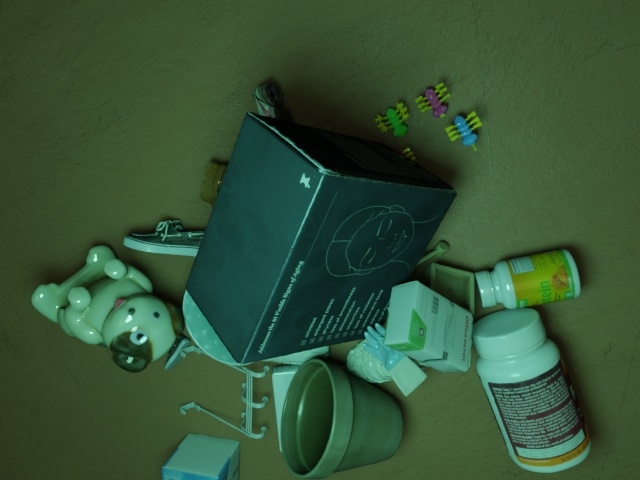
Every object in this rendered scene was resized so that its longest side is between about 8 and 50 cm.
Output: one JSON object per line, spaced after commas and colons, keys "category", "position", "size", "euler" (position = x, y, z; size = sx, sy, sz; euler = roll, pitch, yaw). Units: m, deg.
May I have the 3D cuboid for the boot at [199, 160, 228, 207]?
{"category": "boot", "position": [-0.231, -0.192, 1.453], "size": [0.220, 0.109, 0.283], "euler": [29, 112, 9]}

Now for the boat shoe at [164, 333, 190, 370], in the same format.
{"category": "boat shoe", "position": [-0.492, 0.380, 1.640], "size": [0.040, 0.049, 0.142], "euler": [42, 105, 21]}

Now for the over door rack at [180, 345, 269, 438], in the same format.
{"category": "over door rack", "position": [-0.312, 0.489, 1.599], "size": [0.324, 0.108, 0.239], "euler": [8, 103, 25]}

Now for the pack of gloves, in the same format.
{"category": "pack of gloves", "position": [0.230, 0.273, 1.309], "size": [0.195, 0.046, 0.232], "euler": [-41, 104, -5]}

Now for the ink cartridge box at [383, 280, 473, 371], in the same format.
{"category": "ink cartridge box", "position": [0.276, 0.222, 1.211], "size": [0.219, 0.160, 0.092], "euler": [31, 149, -28]}

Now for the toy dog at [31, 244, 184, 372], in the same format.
{"category": "toy dog", "position": [-0.610, 0.242, 1.455], "size": [0.408, 0.284, 0.395], "euler": [12, 126, 40]}

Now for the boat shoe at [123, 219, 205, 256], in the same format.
{"category": "boat shoe", "position": [-0.468, -0.012, 1.523], "size": [0.306, 0.113, 0.105], "euler": [6, 95, 8]}

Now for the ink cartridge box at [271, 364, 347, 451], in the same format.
{"category": "ink cartridge box", "position": [-0.027, 0.533, 1.562], "size": [0.239, 0.060, 0.275], "euler": [-6, 99, -6]}

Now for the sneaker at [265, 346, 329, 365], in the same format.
{"category": "sneaker", "position": [-0.088, 0.358, 1.530], "size": [0.235, 0.090, 0.095], "euler": [-16, 106, 16]}

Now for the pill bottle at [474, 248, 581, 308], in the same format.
{"category": "pill bottle", "position": [0.558, 0.112, 1.315], "size": [0.245, 0.136, 0.136], "euler": [-13, 98, 14]}

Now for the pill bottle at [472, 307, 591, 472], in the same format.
{"category": "pill bottle", "position": [0.568, 0.400, 1.325], "size": [0.224, 0.224, 0.392], "euler": [-20, 96, 15]}

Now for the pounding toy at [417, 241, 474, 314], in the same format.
{"category": "pounding toy", "position": [0.333, 0.112, 1.371], "size": [0.181, 0.206, 0.094], "euler": [14, 148, -5]}

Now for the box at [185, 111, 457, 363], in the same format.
{"category": "box", "position": [0.000, 0.000, 1.177], "size": [0.297, 0.472, 0.480], "euler": [42, 118, 35]}

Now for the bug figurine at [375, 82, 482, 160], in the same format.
{"category": "bug figurine", "position": [0.288, -0.300, 1.328], "size": [0.279, 0.072, 0.216], "euler": [-25, 88, 20]}

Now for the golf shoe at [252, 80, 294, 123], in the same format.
{"category": "golf shoe", "position": [-0.137, -0.367, 1.416], "size": [0.086, 0.067, 0.186], "euler": [-12, 105, 46]}

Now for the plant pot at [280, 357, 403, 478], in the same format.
{"category": "plant pot", "position": [0.076, 0.529, 1.411], "size": [0.280, 0.323, 0.323], "euler": [17, 106, -24]}

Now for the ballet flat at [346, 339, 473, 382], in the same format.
{"category": "ballet flat", "position": [0.252, 0.336, 1.425], "size": [0.409, 0.147, 0.147], "euler": [-23, 95, 15]}

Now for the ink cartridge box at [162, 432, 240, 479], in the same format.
{"category": "ink cartridge box", "position": [-0.398, 0.839, 1.625], "size": [0.197, 0.198, 0.270], "euler": [5, 101, 10]}

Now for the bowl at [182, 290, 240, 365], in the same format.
{"category": "bowl", "position": [-0.247, 0.206, 1.483], "size": [0.311, 0.163, 0.311], "euler": [4, 104, 15]}
